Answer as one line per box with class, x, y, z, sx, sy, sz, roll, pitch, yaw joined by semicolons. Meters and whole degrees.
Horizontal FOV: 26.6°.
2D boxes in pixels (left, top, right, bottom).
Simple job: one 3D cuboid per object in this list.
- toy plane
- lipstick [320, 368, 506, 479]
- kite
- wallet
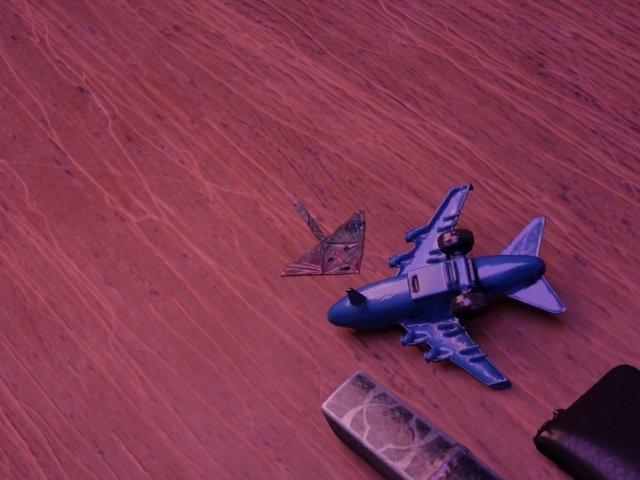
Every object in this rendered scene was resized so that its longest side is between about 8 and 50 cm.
toy plane;0.136;0.056;1.552;0.271;0.105;0.254;-11;65;6
lipstick;0.118;0.242;1.423;0.077;0.076;0.290;-44;49;-14
kite;0.000;0.000;1.704;0.137;0.005;0.152;-39;49;-13
wallet;0.347;0.227;1.375;0.149;0.044;0.250;-37;50;-15
